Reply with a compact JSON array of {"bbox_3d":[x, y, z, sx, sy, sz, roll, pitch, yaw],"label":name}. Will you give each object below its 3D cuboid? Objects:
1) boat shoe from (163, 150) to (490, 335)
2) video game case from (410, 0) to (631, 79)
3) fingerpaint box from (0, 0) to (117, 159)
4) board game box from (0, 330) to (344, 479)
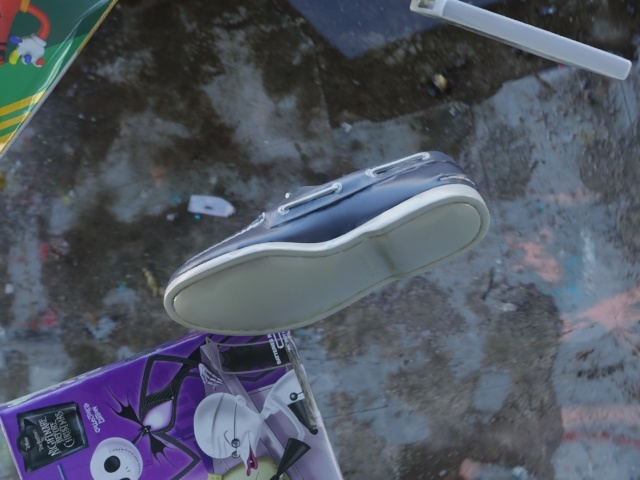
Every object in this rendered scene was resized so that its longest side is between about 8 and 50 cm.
[{"bbox_3d":[0.000,0.000,0.615,0.206,0.075,0.065,-19,44,6],"label":"boat shoe"},{"bbox_3d":[0.204,-0.218,1.042,0.201,0.183,0.023,16,103,-9],"label":"video game case"},{"bbox_3d":[-0.389,-0.124,0.967,0.163,0.444,0.371,36,67,-18],"label":"fingerpaint box"},{"bbox_3d":[-0.067,0.241,0.691,0.208,0.056,0.347,-21,93,-12],"label":"board game box"}]
